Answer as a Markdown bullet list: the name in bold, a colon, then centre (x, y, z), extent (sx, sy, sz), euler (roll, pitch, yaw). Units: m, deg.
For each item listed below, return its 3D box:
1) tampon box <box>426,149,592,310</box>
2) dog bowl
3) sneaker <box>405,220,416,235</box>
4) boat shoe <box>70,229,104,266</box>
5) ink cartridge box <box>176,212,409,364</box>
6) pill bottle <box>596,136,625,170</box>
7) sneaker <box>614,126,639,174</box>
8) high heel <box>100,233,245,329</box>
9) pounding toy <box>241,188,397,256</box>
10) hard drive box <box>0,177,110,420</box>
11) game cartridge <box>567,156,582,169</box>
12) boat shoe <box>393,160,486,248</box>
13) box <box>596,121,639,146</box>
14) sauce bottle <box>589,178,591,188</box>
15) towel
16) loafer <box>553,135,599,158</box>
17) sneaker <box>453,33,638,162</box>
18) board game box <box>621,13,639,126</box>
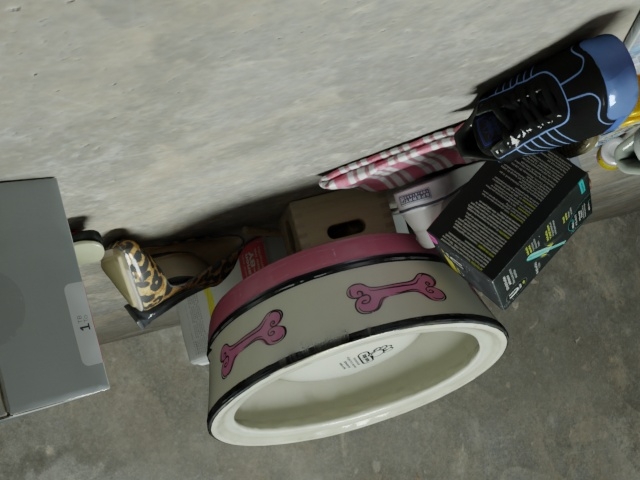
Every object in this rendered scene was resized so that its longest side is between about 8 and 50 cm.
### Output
- **tampon box**: centre (0.217, -0.023, 1.071), extent (0.161, 0.101, 0.120), euler (-48, 154, -4)
- **dog bowl**: centre (0.033, 0.133, 1.251), extent (0.408, 0.150, 0.408), euler (-14, 155, -7)
- **sneaker**: centre (0.197, -0.002, 1.589), extent (0.087, 0.130, 0.227), euler (-13, 171, -33)
- **boat shoe**: centre (-0.260, 0.008, 0.985), extent (0.049, 0.042, 0.133), euler (11, 161, -27)
- **ink cartridge box**: centre (-0.052, 0.089, 1.615), extent (0.279, 0.160, 0.384), euler (-10, 171, -33)
- **pill bottle**: centre (0.448, -0.131, 1.439), extent (0.043, 0.043, 0.083), euler (-16, 173, 8)
- **sneaker**: centre (0.482, -0.131, 1.179), extent (0.146, 0.122, 0.330), euler (-16, 173, -9)
- **high heel**: centre (-0.177, 0.012, 1.185), extent (0.186, 0.093, 0.261), euler (-37, 166, -15)
- **pounding toy**: centre (-0.010, 0.003, 1.286), extent (0.181, 0.094, 0.206), euler (-14, 173, -11)
- **hard drive box**: centre (-0.293, 0.069, 0.805), extent (0.089, 0.181, 0.232), euler (-10, 172, -42)
- **game cartridge**: centre (0.345, -0.102, 1.393), extent (0.083, 0.056, 0.017), euler (-15, 166, -3)
- **boat shoe**: centre (0.173, -0.046, 1.224), extent (0.096, 0.088, 0.267), euler (-18, -178, 20)
- **box**: centre (0.345, -0.138, 1.215), extent (0.094, 0.027, 0.137), euler (-15, 173, -19)
- **sauce bottle**: centre (0.448, -0.098, 1.747), extent (0.128, 0.042, 0.042), euler (-9, 171, -31)
- **towel**: centre (0.110, -0.088, 1.081), extent (0.197, 0.029, 0.144), euler (-18, 172, 25)
- **loafer**: centre (0.286, -0.123, 1.107), extent (0.050, 0.056, 0.148), euler (-14, -177, -19)
- **sneaker**: centre (0.193, -0.113, 0.836), extent (0.090, 0.081, 0.232), euler (-21, 176, -12)
- **board game box**: centre (0.460, -0.207, 0.805), extent (0.390, 0.050, 0.390), euler (-16, 174, 8)
